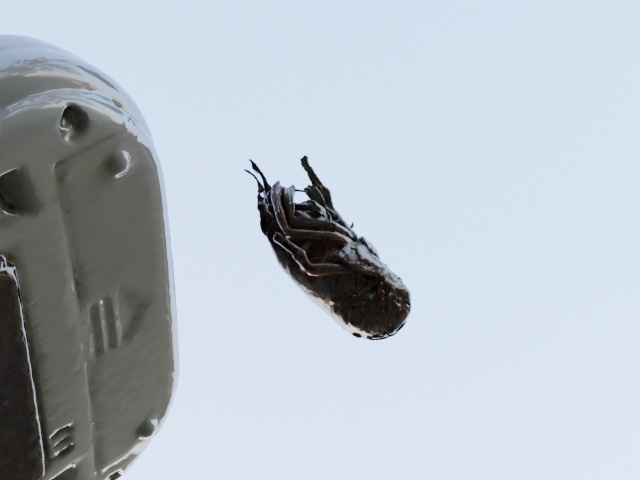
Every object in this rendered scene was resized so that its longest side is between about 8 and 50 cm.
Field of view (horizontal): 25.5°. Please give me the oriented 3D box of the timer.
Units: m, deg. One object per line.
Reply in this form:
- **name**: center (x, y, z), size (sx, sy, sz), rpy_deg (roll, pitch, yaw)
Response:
- **timer**: center (-0.168, 0.050, 0.634), size (0.237, 0.087, 0.262), rpy_deg (-32, -42, -34)

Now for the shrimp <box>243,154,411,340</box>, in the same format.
- **shrimp**: center (-0.001, 0.001, 1.104), size (0.073, 0.190, 0.075), rpy_deg (-39, -29, -8)
